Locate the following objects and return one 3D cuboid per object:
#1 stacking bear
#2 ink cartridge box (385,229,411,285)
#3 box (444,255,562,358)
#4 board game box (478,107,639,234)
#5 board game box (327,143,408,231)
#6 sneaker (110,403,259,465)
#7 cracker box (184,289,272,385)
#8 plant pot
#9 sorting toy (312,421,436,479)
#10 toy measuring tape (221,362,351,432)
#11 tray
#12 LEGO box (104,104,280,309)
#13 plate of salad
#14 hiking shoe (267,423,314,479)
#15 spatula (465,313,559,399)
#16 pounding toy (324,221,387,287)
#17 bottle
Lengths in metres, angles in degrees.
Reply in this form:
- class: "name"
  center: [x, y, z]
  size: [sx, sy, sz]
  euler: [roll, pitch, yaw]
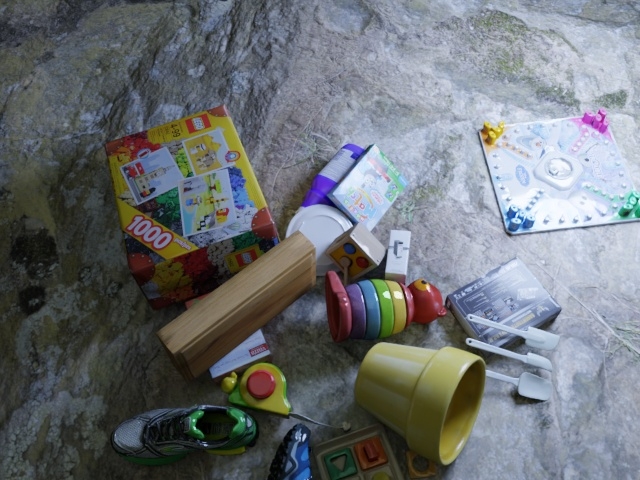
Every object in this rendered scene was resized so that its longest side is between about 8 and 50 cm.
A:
- class: "stacking bear"
  center: [0.170, 0.165, 1.614]
  size: [0.289, 0.164, 0.175]
  euler: [-5, 27, -10]
- class: "ink cartridge box"
  center: [0.207, 0.053, 1.709]
  size: [0.056, 0.099, 0.135]
  euler: [6, 59, 9]
- class: "box"
  center: [0.469, 0.169, 1.642]
  size: [0.231, 0.056, 0.183]
  euler: [-28, 62, -12]
- class: "board game box"
  center: [0.696, -0.212, 1.855]
  size: [0.391, 0.050, 0.389]
  euler: [-7, 59, 1]
- class: "board game box"
  center: [0.138, -0.147, 1.817]
  size: [0.160, 0.039, 0.211]
  euler: [46, 68, -18]
- class: "sneaker"
  center: [-0.325, 0.438, 1.496]
  size: [0.344, 0.146, 0.134]
  euler: [-8, 59, 1]
- class: "cracker box"
  center: [-0.239, 0.238, 1.652]
  size: [0.156, 0.067, 0.232]
  euler: [-21, 59, -11]
- class: "plant pot"
  center: [0.219, 0.349, 1.462]
  size: [0.239, 0.254, 0.254]
  euler: [15, 60, 32]
- class: "sorting toy"
  center: [0.094, 0.533, 1.461]
  size: [0.348, 0.047, 0.195]
  euler: [-18, 59, -6]
- class: "toy measuring tape"
  center: [-0.078, 0.370, 1.539]
  size: [0.331, 0.121, 0.121]
  euler: [12, 61, 7]
- class: "tray"
  center: [-0.185, 0.162, 1.538]
  size: [0.411, 0.202, 0.076]
  euler: [-36, 65, -20]
- class: "LEGO box"
  center: [-0.355, -0.105, 1.760]
  size: [0.373, 0.193, 0.500]
  euler: [-20, 52, -7]
- class: "plate of salad"
  center: [0.000, 0.000, 1.765]
  size: [0.200, 0.048, 0.199]
  euler: [1, 85, -13]
- class: "hiking shoe"
  center: [-0.049, 0.563, 1.406]
  size: [0.132, 0.113, 0.303]
  euler: [19, 60, -12]
- class: "spatula"
  center: [0.457, 0.280, 1.550]
  size: [0.242, 0.019, 0.168]
  euler: [17, 79, -5]
- class: "pounding toy"
  center: [0.086, 0.051, 1.695]
  size: [0.130, 0.141, 0.100]
  euler: [46, 43, -9]
- class: "bottle"
  center: [0.038, -0.157, 1.852]
  size: [0.118, 0.092, 0.282]
  euler: [29, 66, 24]
